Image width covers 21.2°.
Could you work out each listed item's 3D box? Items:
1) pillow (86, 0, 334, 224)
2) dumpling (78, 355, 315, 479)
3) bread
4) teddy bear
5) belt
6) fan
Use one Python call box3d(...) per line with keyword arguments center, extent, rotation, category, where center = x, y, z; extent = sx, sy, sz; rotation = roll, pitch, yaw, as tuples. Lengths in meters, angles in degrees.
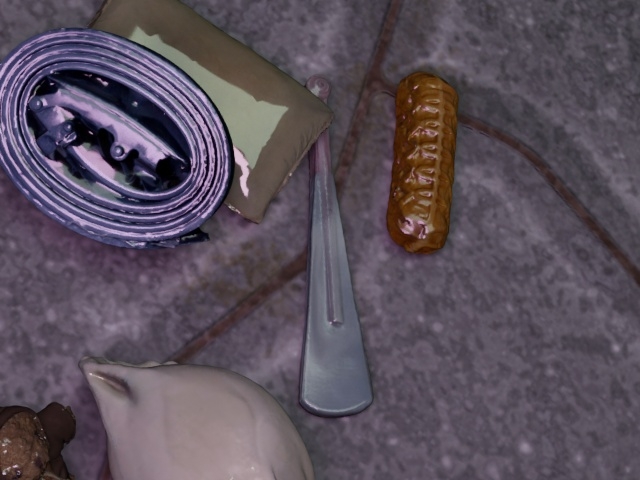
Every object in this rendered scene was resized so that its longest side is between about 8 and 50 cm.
box3d(center=(-0.101, -0.112, 1.310), extent=(0.208, 0.053, 0.119), rotation=(33, 80, -2), category="pillow")
box3d(center=(-0.069, 0.153, 1.179), extent=(0.124, 0.151, 0.229), rotation=(-48, 68, 7), category="dumpling")
box3d(center=(0.081, -0.063, 1.360), extent=(0.052, 0.044, 0.157), rotation=(10, 65, -8), category="bread")
box3d(center=(-0.192, 0.173, 1.147), extent=(0.160, 0.078, 0.119), rotation=(59, 46, -30), category="teddy bear")
box3d(center=(-0.148, -0.072, 1.244), extent=(0.190, 0.082, 0.141), rotation=(32, 94, -1), category="belt")
box3d(center=(0.000, 0.000, 1.320), extent=(0.057, 0.023, 0.282), rotation=(-2, 68, -10), category="fan")
